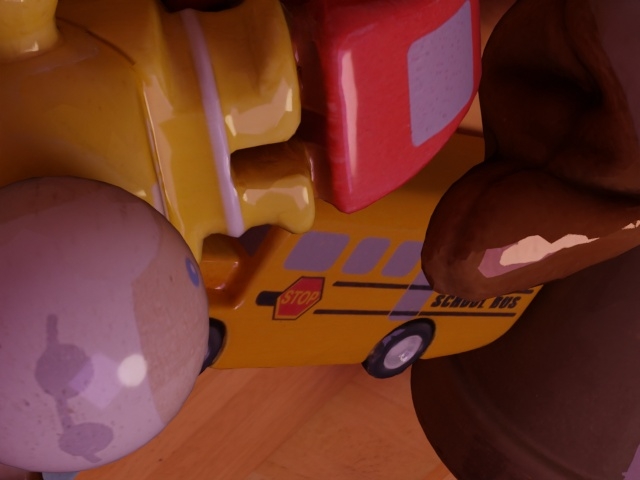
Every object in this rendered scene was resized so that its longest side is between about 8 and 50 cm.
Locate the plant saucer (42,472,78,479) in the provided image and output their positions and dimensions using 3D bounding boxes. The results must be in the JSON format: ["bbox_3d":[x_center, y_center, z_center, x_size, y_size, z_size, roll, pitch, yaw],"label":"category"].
[{"bbox_3d":[-0.213,0.113,0.755,0.195,0.037,0.195,-26,145,-20],"label":"plant saucer"}]

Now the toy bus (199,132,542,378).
[{"bbox_3d":[0.000,0.000,0.760,0.332,0.108,0.130,4,129,-48],"label":"toy bus"}]

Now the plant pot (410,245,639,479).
[{"bbox_3d":[0.218,0.054,0.917,0.263,0.263,0.229,-11,135,-37],"label":"plant pot"}]

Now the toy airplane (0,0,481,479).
[{"bbox_3d":[-0.141,-0.014,0.442,0.386,0.272,0.384,30,99,-40],"label":"toy airplane"}]

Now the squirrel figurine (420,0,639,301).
[{"bbox_3d":[0.217,-0.200,0.627,0.397,0.281,0.370,-55,145,-58],"label":"squirrel figurine"}]
